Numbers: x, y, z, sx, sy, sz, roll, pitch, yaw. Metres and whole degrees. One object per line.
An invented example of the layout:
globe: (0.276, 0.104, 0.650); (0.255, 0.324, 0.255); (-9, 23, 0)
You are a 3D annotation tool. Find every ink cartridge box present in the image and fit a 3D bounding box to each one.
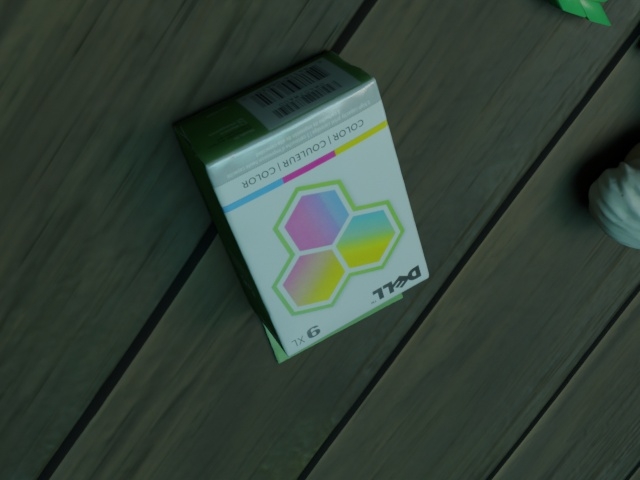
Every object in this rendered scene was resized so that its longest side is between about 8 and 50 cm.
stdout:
ink cartridge box: (0.000, 0.000, 0.544); (0.109, 0.062, 0.209); (-28, 128, -12)

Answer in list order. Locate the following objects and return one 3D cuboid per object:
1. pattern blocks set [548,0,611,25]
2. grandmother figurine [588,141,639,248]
pattern blocks set: (0.257, -0.280, 0.541); (0.285, 0.026, 0.325); (19, 108, -35)
grandmother figurine: (0.348, -0.115, 0.647); (0.342, 0.104, 0.208); (-40, 132, 1)
